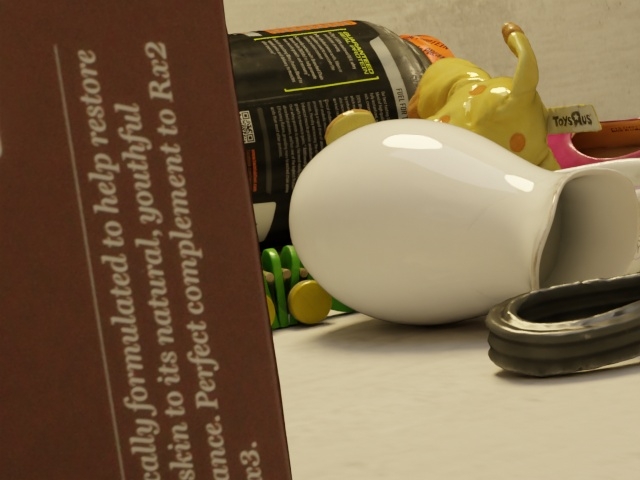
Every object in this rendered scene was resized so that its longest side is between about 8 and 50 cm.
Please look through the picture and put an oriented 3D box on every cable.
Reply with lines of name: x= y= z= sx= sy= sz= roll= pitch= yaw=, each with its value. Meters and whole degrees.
cable: x=0.229 y=0.032 z=0.720 sx=0.287 sy=0.072 sz=0.139 roll=-23 pitch=29 yaw=-19

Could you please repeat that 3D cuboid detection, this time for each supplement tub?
supplement tub: x=-0.035 y=-0.100 z=1.358 sx=0.338 sy=0.207 sz=0.207 roll=-10 pitch=6 yaw=-27

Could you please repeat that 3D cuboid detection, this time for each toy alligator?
toy alligator: x=-0.059 y=0.036 z=0.934 sx=0.189 sy=0.051 sz=0.056 roll=-10 pitch=6 yaw=-17

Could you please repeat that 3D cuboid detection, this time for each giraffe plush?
giraffe plush: x=0.078 y=-0.043 z=1.019 sx=0.170 sy=0.181 sz=0.210 roll=-22 pitch=-7 yaw=-20

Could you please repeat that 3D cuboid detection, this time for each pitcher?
pitcher: x=0.099 y=-0.016 z=0.861 sx=0.207 sy=0.126 sz=0.177 roll=8 pitch=24 yaw=44

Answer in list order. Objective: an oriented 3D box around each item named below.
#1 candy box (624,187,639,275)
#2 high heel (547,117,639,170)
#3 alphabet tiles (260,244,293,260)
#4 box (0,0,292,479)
candy box: x=0.301 y=-0.033 z=0.946 sx=0.196 sy=0.070 sz=0.164 roll=-12 pitch=-1 yaw=-43
high heel: x=0.324 y=-0.130 z=1.323 sx=0.377 sy=0.181 sz=0.127 roll=-5 pitch=28 yaw=25
alphabet tiles: x=0.000 y=0.000 z=1.417 sx=0.285 sy=0.011 sz=0.342 roll=-8 pitch=6 yaw=-8
box: x=-0.162 y=0.019 z=0.545 sx=0.143 sy=0.191 sz=0.381 roll=-11 pitch=7 yaw=-27
